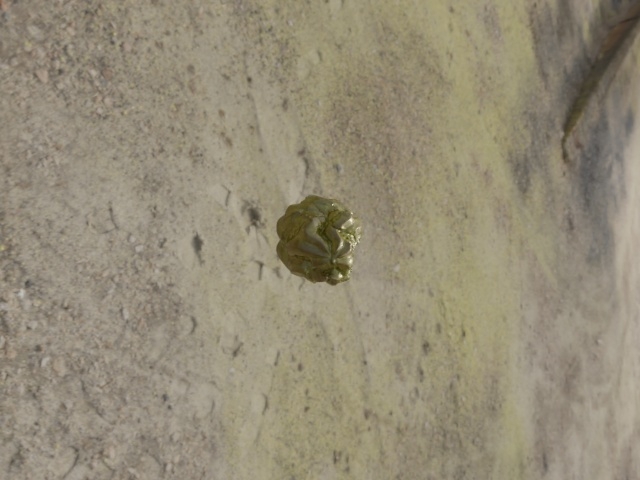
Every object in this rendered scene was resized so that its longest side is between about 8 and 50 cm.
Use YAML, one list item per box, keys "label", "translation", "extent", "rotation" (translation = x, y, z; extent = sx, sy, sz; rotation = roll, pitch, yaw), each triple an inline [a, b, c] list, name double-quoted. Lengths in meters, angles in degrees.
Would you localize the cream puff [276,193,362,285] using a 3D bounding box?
- label: "cream puff"
  translation: [0.001, 0.001, 0.894]
  extent: [0.121, 0.156, 0.156]
  rotation: [37, 56, -44]
